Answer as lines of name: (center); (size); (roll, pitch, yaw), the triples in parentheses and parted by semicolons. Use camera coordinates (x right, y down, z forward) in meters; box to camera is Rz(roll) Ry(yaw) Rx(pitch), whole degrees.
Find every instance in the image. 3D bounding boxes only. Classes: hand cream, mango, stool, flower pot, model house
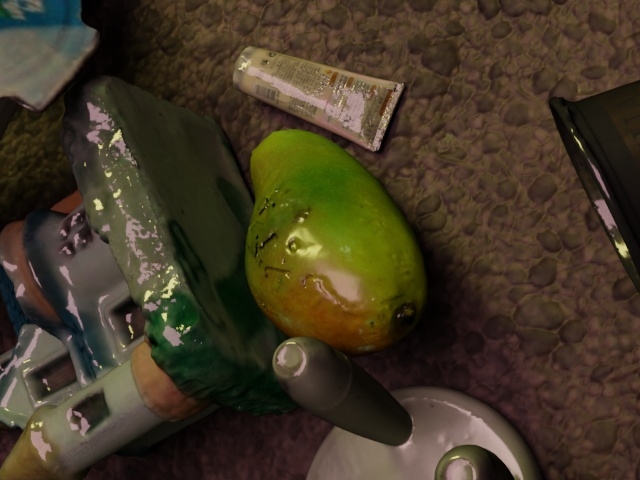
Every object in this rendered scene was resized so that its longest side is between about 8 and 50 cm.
hand cream: (-0.004, -0.122, 1.213); (0.143, 0.039, 0.061); (22, 83, 19)
mango: (0.000, 0.000, 1.120); (0.233, 0.125, 0.111); (-123, 31, -44)
stool: (0.035, 0.189, 1.034); (0.195, 0.198, 0.195); (33, 95, 30)
flower pot: (0.236, -0.047, 1.019); (0.107, 0.157, 0.157); (-24, 69, 6)
model house: (-0.205, 0.071, 1.186); (0.325, 0.194, 0.267); (-32, 67, 21)

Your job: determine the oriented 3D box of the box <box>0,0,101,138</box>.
box: (-0.342, -0.132, 1.134); (0.262, 0.291, 0.206); (63, 144, 26)
